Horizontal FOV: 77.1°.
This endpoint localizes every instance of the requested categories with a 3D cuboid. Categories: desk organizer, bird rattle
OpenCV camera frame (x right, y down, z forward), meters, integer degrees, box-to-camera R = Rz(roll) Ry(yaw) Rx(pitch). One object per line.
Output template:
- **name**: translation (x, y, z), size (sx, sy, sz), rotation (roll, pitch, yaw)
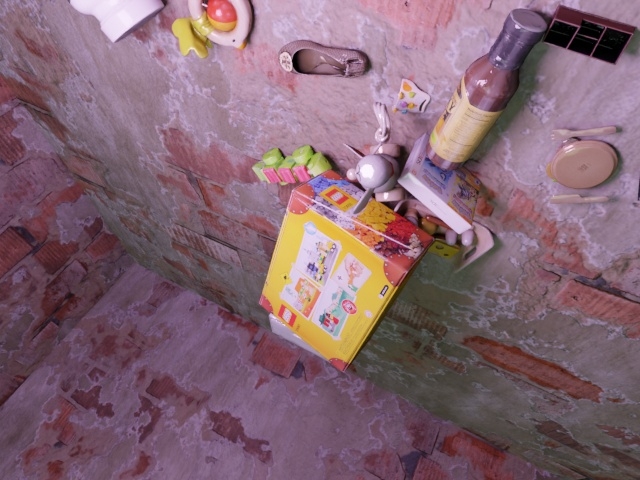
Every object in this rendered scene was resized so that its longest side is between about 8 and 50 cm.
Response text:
- **desk organizer**: translation (0.458, -0.353, 0.691), size (0.130, 0.050, 0.047), rotation (25, 148, 12)
- **bird rattle**: translation (-0.265, -0.584, 0.991), size (0.206, 0.143, 0.254), rotation (19, 135, -1)

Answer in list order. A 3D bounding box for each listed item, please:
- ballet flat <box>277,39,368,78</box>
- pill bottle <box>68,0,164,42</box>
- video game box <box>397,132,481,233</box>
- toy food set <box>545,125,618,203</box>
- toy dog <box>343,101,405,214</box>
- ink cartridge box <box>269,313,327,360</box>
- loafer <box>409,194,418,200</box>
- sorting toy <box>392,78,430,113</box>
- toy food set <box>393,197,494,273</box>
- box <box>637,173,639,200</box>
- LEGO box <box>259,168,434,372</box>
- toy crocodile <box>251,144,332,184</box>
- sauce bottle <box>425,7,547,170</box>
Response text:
- **ballet flat**: translation (-0.004, -0.434, 0.982), size (0.249, 0.058, 0.084), rotation (18, 145, 23)
- **pill bottle**: translation (-0.575, -0.697, 0.975), size (0.210, 0.210, 0.363), rotation (-2, 135, 43)
- **video game box**: translation (0.300, -0.145, 0.992), size (0.205, 0.187, 0.048), rotation (38, 142, -10)
- **toy food set**: translation (0.567, -0.168, 0.877), size (0.132, 0.039, 0.192), rotation (2, 133, 29)
- **toy dog**: translation (0.113, -0.171, 1.003), size (0.160, 0.220, 0.333), rotation (-6, 165, 18)
- **ink cartridge box**: translation (0.022, 0.229, 1.566), size (0.285, 0.395, 0.166), rotation (24, 148, 14)
- **loafer**: translation (0.279, -0.101, 1.226), size (0.045, 0.039, 0.125), rotation (-1, 152, -9)
- **sorting toy**: translation (0.218, -0.331, 0.958), size (0.075, 0.045, 0.083), rotation (11, 148, -2)
- **toy food set**: translation (0.329, 0.002, 1.226), size (0.305, 0.093, 0.220), rotation (21, 149, -3)
- **box**: translation (0.695, -0.118, 0.810), size (0.083, 0.052, 0.062), rotation (6, 141, 39)
- **LEGO box**: translation (0.048, 0.106, 1.229), size (0.372, 0.193, 0.500), rotation (36, 133, 16)
- **toy crocodile**: translation (-0.101, -0.231, 1.309), size (0.340, 0.105, 0.115), rotation (4, 139, 39)
- **sauce bottle**: translation (0.331, -0.295, 0.834), size (0.111, 0.111, 0.344), rotation (29, 147, 6)
